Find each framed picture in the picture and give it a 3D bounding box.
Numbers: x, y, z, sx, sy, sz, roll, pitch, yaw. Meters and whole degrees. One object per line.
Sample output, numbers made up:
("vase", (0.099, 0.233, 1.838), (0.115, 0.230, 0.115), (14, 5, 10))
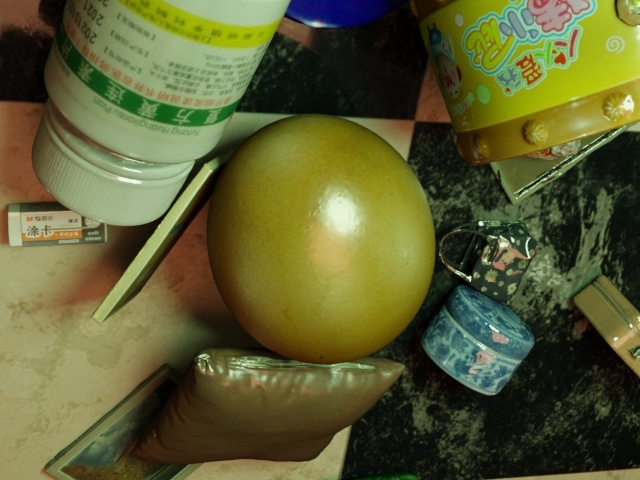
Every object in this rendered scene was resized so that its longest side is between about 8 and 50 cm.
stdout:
("framed picture", (-0.260, 0.310, 1.475), (0.250, 0.016, 0.184), (-40, 123, 7))
("framed picture", (0.345, -0.197, 1.372), (0.281, 0.019, 0.209), (-33, 123, 3))

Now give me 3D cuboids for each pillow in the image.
("pillow", (-0.080, 0.239, 1.380), (0.308, 0.108, 0.305), (5, 144, -26))

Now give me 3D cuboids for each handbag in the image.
("handbag", (0.491, 0.151, 1.541), (0.072, 0.151, 0.193), (-40, 122, 10))
("handbag", (0.235, 0.022, 1.434), (0.139, 0.072, 0.115), (13, 116, -19))

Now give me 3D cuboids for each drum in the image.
("drum", (0.318, -0.246, 1.070), (0.431, 0.431, 0.214), (-20, 96, -6))

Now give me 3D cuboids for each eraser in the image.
("eraser", (-0.335, -0.022, 1.251), (0.122, 0.029, 0.052), (-3, 119, -17))

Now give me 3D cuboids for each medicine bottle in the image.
("medicine bottle", (-0.184, -0.192, 1.063), (0.208, 0.208, 0.339), (14, 129, -24))

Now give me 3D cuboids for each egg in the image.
("egg", (0.000, 0.000, 1.212), (0.283, 0.282, 0.351), (-23, 139, -4))

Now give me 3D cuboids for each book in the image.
("book", (-0.189, -0.010, 1.231), (0.018, 0.170, 0.241), (38, 104, -1))

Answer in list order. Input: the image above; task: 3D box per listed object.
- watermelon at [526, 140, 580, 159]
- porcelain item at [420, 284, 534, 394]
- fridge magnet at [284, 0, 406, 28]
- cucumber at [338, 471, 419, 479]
("watermelon", (0.329, -0.168, 1.335), (0.187, 0.071, 0.139), (-40, 126, 7))
("porcelain item", (0.236, 0.144, 1.458), (0.147, 0.147, 0.114), (24, 107, -28))
("fridge magnet", (0.020, -0.373, 1.110), (0.266, 0.112, 0.265), (-7, 119, -13))
("cucumber", (0.033, 0.423, 1.614), (0.284, 0.056, 0.056), (-9, 121, -16))
